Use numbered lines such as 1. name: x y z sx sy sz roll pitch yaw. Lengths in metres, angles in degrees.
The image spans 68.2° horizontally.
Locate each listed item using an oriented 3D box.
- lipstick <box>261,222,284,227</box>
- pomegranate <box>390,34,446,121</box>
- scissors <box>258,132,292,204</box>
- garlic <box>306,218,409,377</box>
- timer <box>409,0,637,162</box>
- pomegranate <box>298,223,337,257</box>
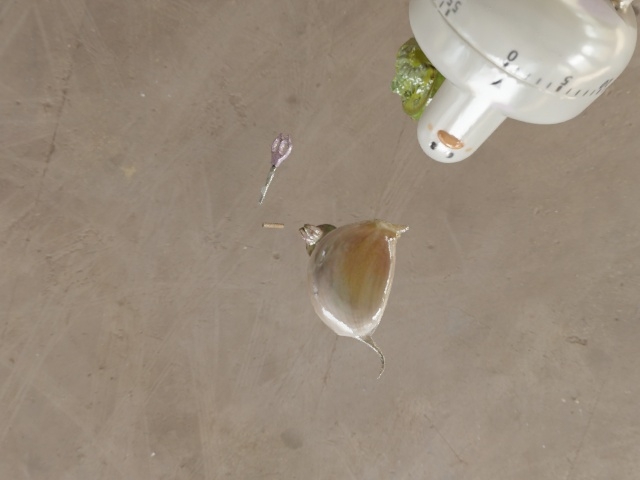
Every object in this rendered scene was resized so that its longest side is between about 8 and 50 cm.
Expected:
1. lipstick: -0.183 -0.059 1.820 0.019 0.094 0.018 -2 88 49
2. pomegranate: 0.310 -0.431 1.277 0.261 0.340 0.260 1 78 -5
3. scissors: -0.136 -0.200 1.328 0.021 0.110 0.212 19 98 -33
4. garlic: 0.046 0.092 0.814 0.149 0.129 0.266 7 95 41
5. timer: 0.201 -0.218 0.514 0.234 0.240 0.233 11 55 -17
6. pomegranate: -0.004 0.008 1.465 0.163 0.138 0.125 15 130 -22
